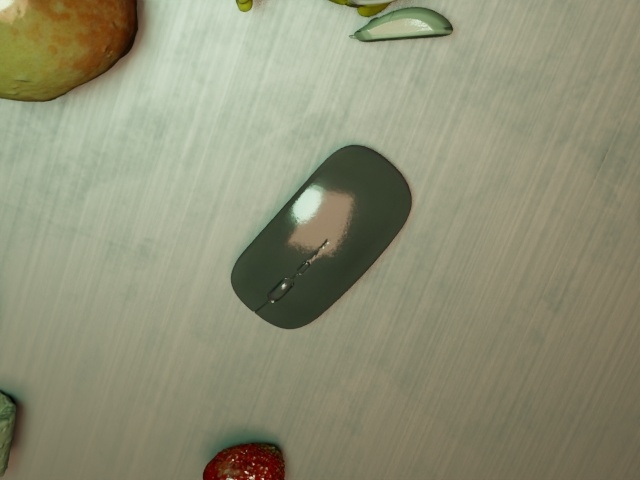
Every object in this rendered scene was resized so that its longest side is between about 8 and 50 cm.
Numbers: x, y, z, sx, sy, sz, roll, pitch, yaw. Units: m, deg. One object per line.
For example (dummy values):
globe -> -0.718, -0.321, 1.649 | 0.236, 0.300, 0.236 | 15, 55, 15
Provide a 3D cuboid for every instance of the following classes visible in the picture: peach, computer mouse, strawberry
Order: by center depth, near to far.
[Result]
peach -> -0.276, -0.236, 0.841 | 0.232, 0.232, 0.233 | -1, 106, -3
computer mouse -> 0.084, -0.228, 0.920 | 0.110, 0.056, 0.032 | -4, 98, 0
computer mouse -> 0.000, 0.000, 0.979 | 0.120, 0.057, 0.232 | 42, 100, -13
strawberry -> -0.088, 0.283, 1.042 | 0.106, 0.106, 0.106 | -1, 106, -3

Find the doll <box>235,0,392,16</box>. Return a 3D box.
doll -> 0.082, -0.317, 0.865 | 0.362, 0.145, 0.199 | -16, 146, -7

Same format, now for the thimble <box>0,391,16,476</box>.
thimble -> -0.412, 0.223, 1.000 | 0.115, 0.102, 0.090 | 22, 106, 21
